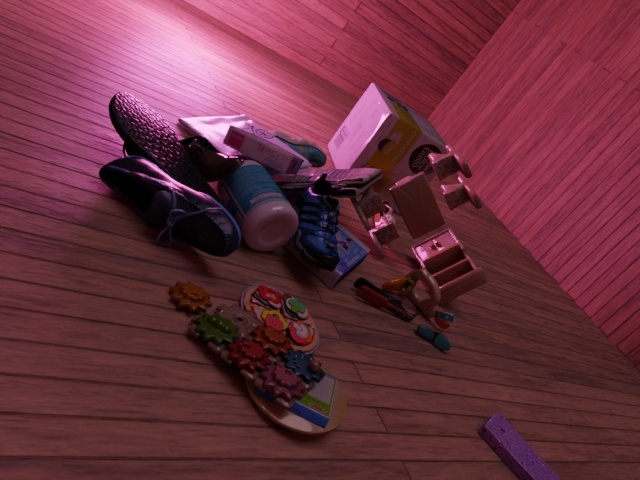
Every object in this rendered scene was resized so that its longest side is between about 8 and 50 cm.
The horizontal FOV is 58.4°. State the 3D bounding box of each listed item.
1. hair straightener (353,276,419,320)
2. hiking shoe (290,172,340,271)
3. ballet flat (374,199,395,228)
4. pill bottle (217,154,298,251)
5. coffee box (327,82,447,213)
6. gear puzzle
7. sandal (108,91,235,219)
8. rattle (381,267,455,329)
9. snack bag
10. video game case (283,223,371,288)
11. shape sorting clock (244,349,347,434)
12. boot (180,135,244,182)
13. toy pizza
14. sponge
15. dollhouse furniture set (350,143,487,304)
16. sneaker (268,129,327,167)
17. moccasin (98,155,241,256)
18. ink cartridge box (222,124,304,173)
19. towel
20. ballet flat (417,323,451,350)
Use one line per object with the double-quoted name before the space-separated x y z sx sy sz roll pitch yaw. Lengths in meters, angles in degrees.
"hair straightener" 0.188 0.160 1.614 0.231 0.047 0.089 26 26 -25
"hiking shoe" -0.005 -0.052 1.480 0.113 0.132 0.304 19 33 -31
"ballet flat" 0.237 -0.080 2.094 0.080 0.073 0.232 28 25 -19
"pill bottle" -0.174 -0.107 1.471 0.146 0.146 0.264 11 35 -46
"coffee box" 0.277 -0.376 2.364 0.334 0.337 0.338 26 25 -25
"gear puzzle" -0.144 0.169 1.081 0.339 0.044 0.175 35 22 16
"sandal" -0.379 -0.162 1.367 0.445 0.107 0.167 54 24 6
"rattle" 0.293 0.190 1.688 0.143 0.130 0.199 -16 83 -49
"snack bag" -0.242 -0.301 1.806 0.343 0.037 0.323 39 32 22
"video game case" 0.000 0.000 1.629 0.244 0.061 0.269 40 24 8
"shape sorting clock" -0.045 0.279 1.072 0.206 0.040 0.206 24 22 -10
"boot" -0.286 -0.208 1.428 0.082 0.219 0.106 -52 124 -33
"toy pizza" -0.081 0.165 1.243 0.201 0.032 0.201 31 24 -15
"sponge" 0.482 0.520 1.387 0.210 0.031 0.117 47 25 22
"dollhouse furniture set" 0.356 -0.029 1.842 0.394 0.362 0.256 58 7 -36
"sneaker" -0.092 -0.298 2.036 0.275 0.107 0.109 10 54 -39
"moccasin" -0.331 -0.059 1.219 0.342 0.137 0.117 29 25 17
"ink cartridge box" -0.150 -0.251 1.627 0.186 0.065 0.311 27 9 1
"towel" 0.011 -0.190 1.784 0.312 0.056 0.324 3 17 18
"ballet flat" 0.319 0.269 1.614 0.114 0.041 0.041 34 23 -10
